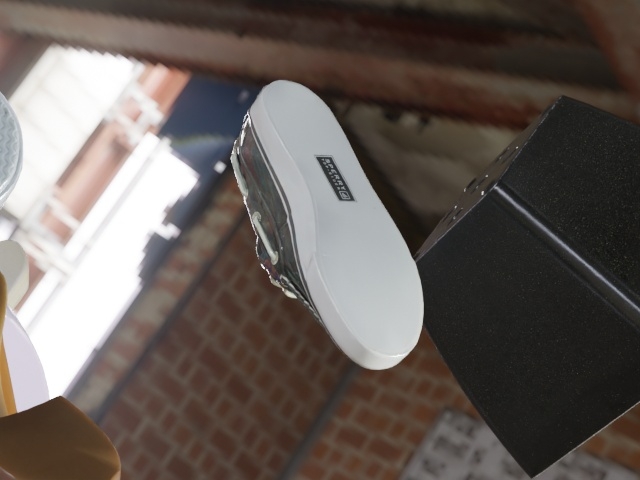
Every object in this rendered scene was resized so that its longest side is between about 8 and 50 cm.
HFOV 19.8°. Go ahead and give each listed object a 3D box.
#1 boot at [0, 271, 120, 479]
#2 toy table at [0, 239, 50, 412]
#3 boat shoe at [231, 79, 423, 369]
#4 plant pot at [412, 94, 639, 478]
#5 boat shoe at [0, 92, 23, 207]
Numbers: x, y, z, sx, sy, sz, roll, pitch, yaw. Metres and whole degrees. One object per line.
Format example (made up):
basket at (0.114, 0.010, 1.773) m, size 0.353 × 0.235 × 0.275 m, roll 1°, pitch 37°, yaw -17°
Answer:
boot at (-0.199, 0.134, 0.923) m, size 0.283 × 0.109 × 0.220 m, roll 38°, pitch -56°, yaw 35°
toy table at (-0.297, 0.091, 1.250) m, size 0.161 × 0.252 × 0.274 m, roll 53°, pitch -43°, yaw 38°
boat shoe at (0.000, 0.000, 1.161) m, size 0.078 × 0.219 × 0.070 m, roll 7°, pitch -44°, yaw -34°
plant pot at (0.170, 0.016, 1.263) m, size 0.167 × 0.187 × 0.188 m, roll 42°, pitch -43°, yaw -3°
boat shoe at (-0.218, -0.041, 0.625) m, size 0.226 × 0.083 × 0.076 m, roll 20°, pitch -25°, yaw -23°
